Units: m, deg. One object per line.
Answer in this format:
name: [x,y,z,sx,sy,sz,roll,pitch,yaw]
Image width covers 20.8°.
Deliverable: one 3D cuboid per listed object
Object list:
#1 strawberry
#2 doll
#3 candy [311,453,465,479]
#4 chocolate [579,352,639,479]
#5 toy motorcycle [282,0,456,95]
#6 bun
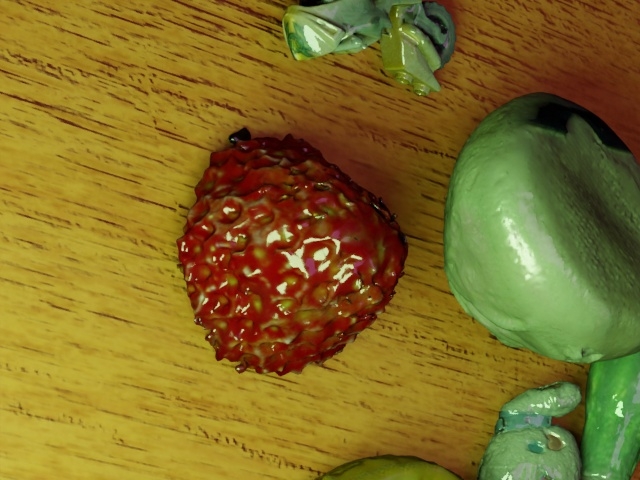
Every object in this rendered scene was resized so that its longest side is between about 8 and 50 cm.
strawberry: [0.000,0.000,1.556,0.234,0.178,0.234,8,78,-39]
doll: [0.202,0.236,1.705,0.103,0.071,0.214,20,78,-6]
candy: [0.063,0.319,1.569,0.260,0.118,0.260,7,76,-30]
chocolate: [0.327,0.120,1.796,0.110,0.110,0.291,32,67,-25]
toy motorcycle: [0.041,-0.205,1.676,0.229,0.094,0.130,29,70,-40]
bun: [0.214,0.002,1.705,0.283,0.179,0.283,28,49,-38]
